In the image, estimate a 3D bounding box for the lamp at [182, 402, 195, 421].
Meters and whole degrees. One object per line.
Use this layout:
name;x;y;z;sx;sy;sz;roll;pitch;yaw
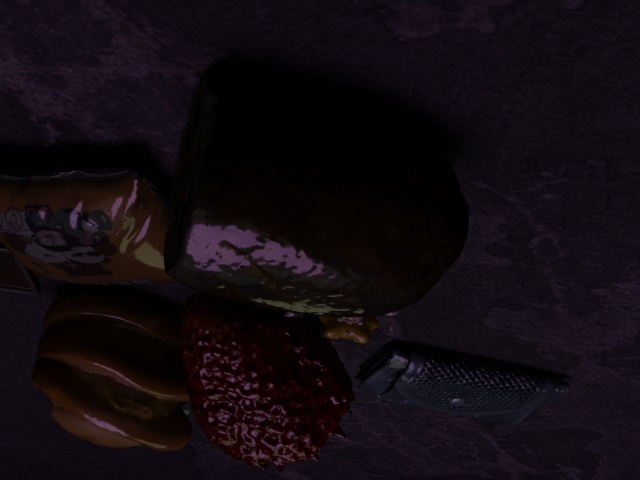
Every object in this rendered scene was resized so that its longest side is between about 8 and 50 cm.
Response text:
lamp;-0.290;0.330;2.671;0.105;0.105;0.105;7;159;3

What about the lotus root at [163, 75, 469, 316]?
lotus root;-0.001;-0.037;1.466;0.346;0.250;0.250;12;159;-22

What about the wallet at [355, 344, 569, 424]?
wallet;0.256;0.274;2.375;0.342;0.075;0.237;13;155;-12

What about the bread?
bread;-0.337;0.226;2.226;0.316;0.270;0.211;27;138;-27

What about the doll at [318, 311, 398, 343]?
doll;0.059;0.108;2.048;0.135;0.071;0.113;-4;138;13

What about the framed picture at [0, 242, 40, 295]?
framed picture;-0.643;0.028;2.143;0.324;0.020;0.240;7;159;1

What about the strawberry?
strawberry;-0.088;0.209;2.107;0.292;0.292;0.343;4;144;11

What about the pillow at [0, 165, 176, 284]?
pillow;-0.322;-0.018;1.767;0.310;0.119;0.312;-2;155;15
